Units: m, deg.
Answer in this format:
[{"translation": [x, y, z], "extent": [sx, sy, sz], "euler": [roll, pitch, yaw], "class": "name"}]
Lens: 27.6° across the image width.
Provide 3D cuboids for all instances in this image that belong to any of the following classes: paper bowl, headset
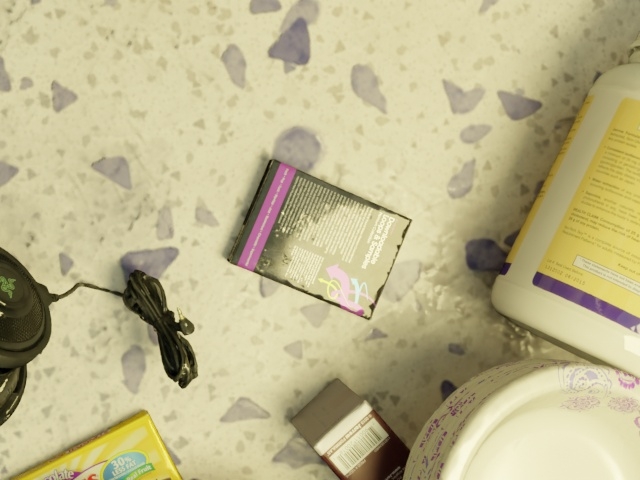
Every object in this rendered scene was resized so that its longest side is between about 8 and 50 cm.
[{"translation": [0.210, 0.251, 1.222], "extent": [0.284, 0.148, 0.284], "euler": [0, 89, -17], "class": "paper bowl"}, {"translation": [-0.310, 0.115, 1.189], "extent": [0.394, 0.243, 0.185], "euler": [-20, 71, -33], "class": "headset"}]

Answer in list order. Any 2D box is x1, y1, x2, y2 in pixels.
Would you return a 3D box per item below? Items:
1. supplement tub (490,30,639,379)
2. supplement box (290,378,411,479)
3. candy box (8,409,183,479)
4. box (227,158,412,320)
[{"translation": [0.343, -0.029, 1.304], "extent": [0.241, 0.241, 0.331], "euler": [27, 89, -12], "class": "supplement tub"}, {"translation": [0.081, 0.259, 1.330], "extent": [0.073, 0.130, 0.239], "euler": [-41, 101, -6], "class": "supplement box"}, {"translation": [-0.244, 0.265, 1.319], "extent": [0.206, 0.027, 0.105], "euler": [-27, 96, -8], "class": "candy box"}, {"translation": [0.000, 0.000, 1.347], "extent": [0.162, 0.029, 0.116], "euler": [23, 90, -10], "class": "box"}]
